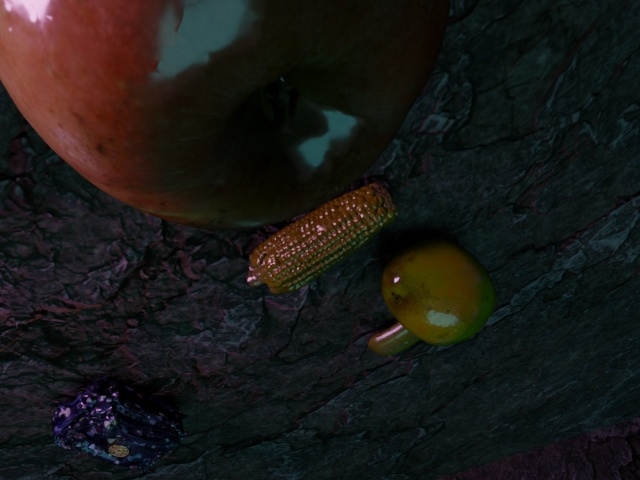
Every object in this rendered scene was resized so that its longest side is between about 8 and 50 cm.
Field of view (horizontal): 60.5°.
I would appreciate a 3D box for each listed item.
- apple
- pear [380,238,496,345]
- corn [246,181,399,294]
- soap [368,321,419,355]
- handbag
[{"bbox_3d":[-0.087,-0.186,0.437,0.338,0.305,0.339,-24,148,-16],"label":"apple"},{"bbox_3d":[0.199,0.090,0.960,0.219,0.188,0.187,13,131,-43],"label":"pear"},{"bbox_3d":[0.000,0.000,0.844,0.261,0.097,0.097,-31,140,8],"label":"corn"},{"bbox_3d":[0.171,0.209,1.198,0.140,0.045,0.089,-34,136,16],"label":"soap"},{"bbox_3d":[-0.385,0.365,1.083,0.162,0.113,0.260,-38,131,11],"label":"handbag"}]
